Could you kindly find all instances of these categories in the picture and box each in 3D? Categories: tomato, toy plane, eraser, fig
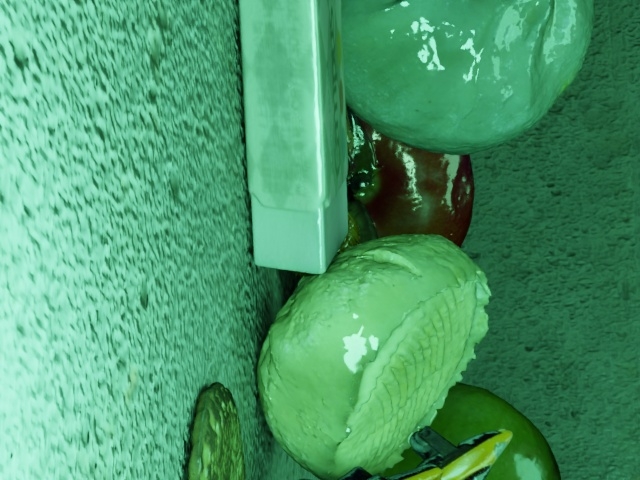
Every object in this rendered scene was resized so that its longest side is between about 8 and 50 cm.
[{"bbox_3d":[0.122,-0.093,2.225,0.289,0.176,0.335,-71,158,-80],"label":"tomato"},{"bbox_3d":[0.050,0.237,1.432,0.316,0.103,0.204,-36,144,-37],"label":"toy plane"},{"bbox_3d":[-0.025,-0.184,1.477,0.213,0.082,0.397,-60,148,-74],"label":"eraser"},{"bbox_3d":[0.170,0.360,2.185,0.316,0.316,0.316,-1,90,-82],"label":"fig"}]

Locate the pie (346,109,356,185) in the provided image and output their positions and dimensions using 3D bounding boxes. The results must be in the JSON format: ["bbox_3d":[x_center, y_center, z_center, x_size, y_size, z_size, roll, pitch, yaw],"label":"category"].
[{"bbox_3d":[0.022,-0.149,1.993,0.092,0.034,0.170,-59,141,-79],"label":"pie"}]

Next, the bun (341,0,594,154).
[{"bbox_3d":[0.146,-0.282,1.815,0.211,0.362,0.362,125,-32,-70],"label":"bun"}]

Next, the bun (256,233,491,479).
[{"bbox_3d":[0.040,0.097,1.519,0.259,0.152,0.259,-43,152,-30],"label":"bun"}]

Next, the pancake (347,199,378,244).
[{"bbox_3d":[0.026,0.090,1.763,0.294,0.049,0.294,-176,-90,-81],"label":"pancake"}]

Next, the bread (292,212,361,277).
[{"bbox_3d":[0.000,0.000,1.649,0.053,0.085,0.085,58,31,-60],"label":"bread"}]

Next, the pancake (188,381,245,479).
[{"bbox_3d":[-0.080,0.206,1.261,0.199,0.021,0.199,0,90,-82],"label":"pancake"}]
